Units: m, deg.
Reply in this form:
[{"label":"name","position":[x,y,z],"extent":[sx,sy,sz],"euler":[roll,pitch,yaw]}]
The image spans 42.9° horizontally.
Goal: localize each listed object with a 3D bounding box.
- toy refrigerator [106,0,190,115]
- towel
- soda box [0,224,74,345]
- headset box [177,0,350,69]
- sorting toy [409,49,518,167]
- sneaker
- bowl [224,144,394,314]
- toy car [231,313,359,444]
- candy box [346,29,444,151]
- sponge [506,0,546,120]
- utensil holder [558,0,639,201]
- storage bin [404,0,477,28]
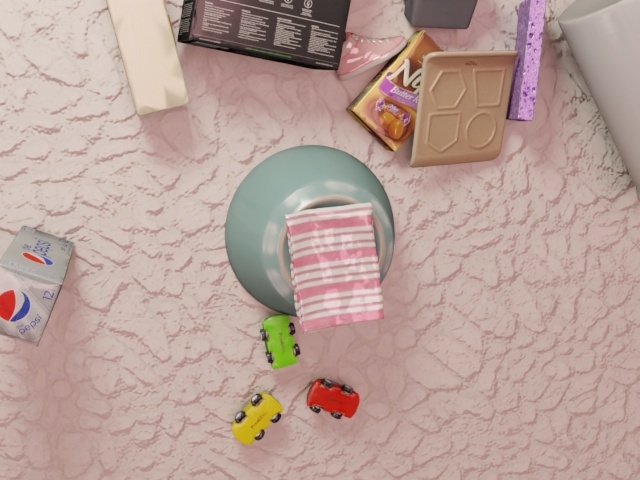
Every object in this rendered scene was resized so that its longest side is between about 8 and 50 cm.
[{"label":"toy refrigerator","position":[-0.278,-0.340,1.277],"extent":[0.094,0.102,0.270],"euler":[-16,103,-10]},{"label":"towel","position":[0.025,0.043,1.291],"extent":[0.144,0.029,0.197],"euler":[-10,103,-12]},{"label":"soda box","position":[-0.435,0.060,1.219],"extent":[0.091,0.286,0.098],"euler":[21,97,-17]},{"label":"headset box","position":[-0.078,-0.430,1.280],"extent":[0.246,0.131,0.283],"euler":[6,100,-21]},{"label":"sorting toy","position":[0.245,-0.230,1.420],"extent":[0.192,0.038,0.208],"euler":[-8,120,-26]},{"label":"sneaker","position":[0.079,-0.333,1.389],"extent":[0.134,0.051,0.070],"euler":[-28,111,-3]},{"label":"bowl","position":[0.000,0.000,1.378],"extent":[0.311,0.163,0.312],"euler":[-2,101,-12]},{"label":"toy car","position":[-0.061,0.235,1.464],"extent":[0.238,0.053,0.225],"euler":[-13,103,-11]},{"label":"candy box","position":[0.147,-0.260,1.419],"extent":[0.109,0.053,0.187],"euler":[41,88,-17]},{"label":"sponge","position":[0.359,-0.314,1.424],"extent":[0.031,0.117,0.210],"euler":[5,100,2]},{"label":"utensil holder","position":[0.630,-0.285,1.395],"extent":[0.327,0.327,0.386],"euler":[-33,103,-5]},{"label":"storage bin","position":[0.203,-0.417,1.390],"extent":[0.135,0.098,0.091],"euler":[0,128,-14]}]
